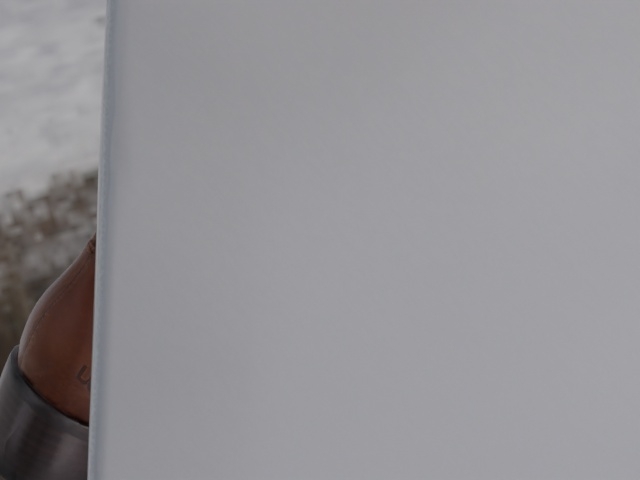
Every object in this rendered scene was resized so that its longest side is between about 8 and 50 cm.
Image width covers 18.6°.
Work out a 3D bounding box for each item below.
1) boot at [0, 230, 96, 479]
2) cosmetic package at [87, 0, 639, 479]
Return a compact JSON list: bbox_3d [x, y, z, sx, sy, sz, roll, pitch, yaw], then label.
[{"bbox_3d":[0.000,0.000,0.924,0.264,0.280,0.096,14,-155,-33],"label":"boot"},{"bbox_3d":[0.025,0.016,0.436,0.138,0.224,0.224,3,-170,-2],"label":"cosmetic package"}]
